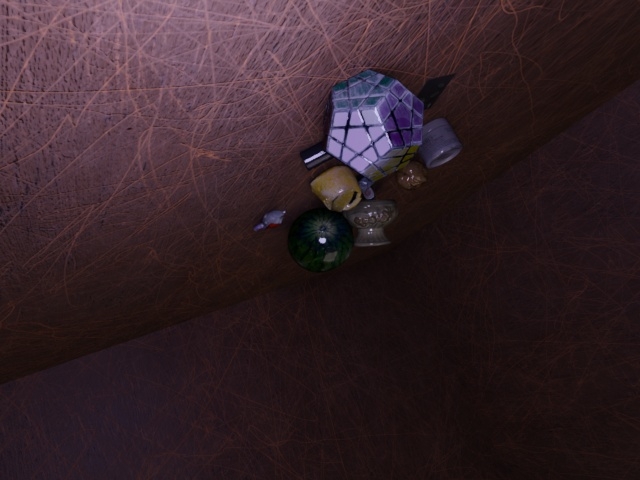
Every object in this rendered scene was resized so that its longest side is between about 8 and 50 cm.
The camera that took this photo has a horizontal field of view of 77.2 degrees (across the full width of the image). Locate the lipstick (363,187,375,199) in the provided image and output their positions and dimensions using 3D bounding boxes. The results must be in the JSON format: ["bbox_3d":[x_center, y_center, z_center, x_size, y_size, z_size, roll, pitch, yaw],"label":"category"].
[{"bbox_3d":[0.273,-0.245,2.189,0.057,0.063,0.186,-26,173,11],"label":"lipstick"}]

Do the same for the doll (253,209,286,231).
[{"bbox_3d":[-0.224,-0.091,1.817,0.102,0.075,0.228,-33,-176,-42],"label":"doll"}]

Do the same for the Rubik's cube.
[{"bbox_3d":[0.149,-0.334,1.187,0.264,0.319,0.319,-57,159,10],"label":"Rubik's cube"}]

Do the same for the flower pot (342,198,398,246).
[{"bbox_3d":[0.270,-0.093,2.142,0.308,0.243,0.307,-5,-177,0],"label":"flower pot"}]

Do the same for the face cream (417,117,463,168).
[{"bbox_3d":[0.510,-0.422,1.754,0.178,0.152,0.177,-24,165,-7],"label":"face cream"}]

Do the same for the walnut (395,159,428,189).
[{"bbox_3d":[0.466,-0.329,2.029,0.155,0.155,0.184,-36,165,36],"label":"walnut"}]

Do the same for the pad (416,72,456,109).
[{"bbox_3d":[0.396,-0.529,1.461,0.127,0.004,0.190,-21,165,-20],"label":"pad"}]

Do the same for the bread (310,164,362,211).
[{"bbox_3d":[0.066,-0.217,1.684,0.197,0.170,0.197,-22,153,-12],"label":"bread"}]

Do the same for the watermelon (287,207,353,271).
[{"bbox_3d":[0.000,0.000,2.027,0.364,0.362,0.363,-24,166,-6],"label":"watermelon"}]

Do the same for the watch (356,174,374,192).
[{"bbox_3d":[0.170,-0.251,1.828,0.206,0.068,0.193,-32,-170,32],"label":"watch"}]

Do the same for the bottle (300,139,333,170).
[{"bbox_3d":[0.048,-0.333,1.415,0.245,0.072,0.082,-27,-176,2],"label":"bottle"}]

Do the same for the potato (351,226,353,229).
[{"bbox_3d":[0.050,-0.035,2.316,0.210,0.173,0.307,-13,158,-50],"label":"potato"}]
